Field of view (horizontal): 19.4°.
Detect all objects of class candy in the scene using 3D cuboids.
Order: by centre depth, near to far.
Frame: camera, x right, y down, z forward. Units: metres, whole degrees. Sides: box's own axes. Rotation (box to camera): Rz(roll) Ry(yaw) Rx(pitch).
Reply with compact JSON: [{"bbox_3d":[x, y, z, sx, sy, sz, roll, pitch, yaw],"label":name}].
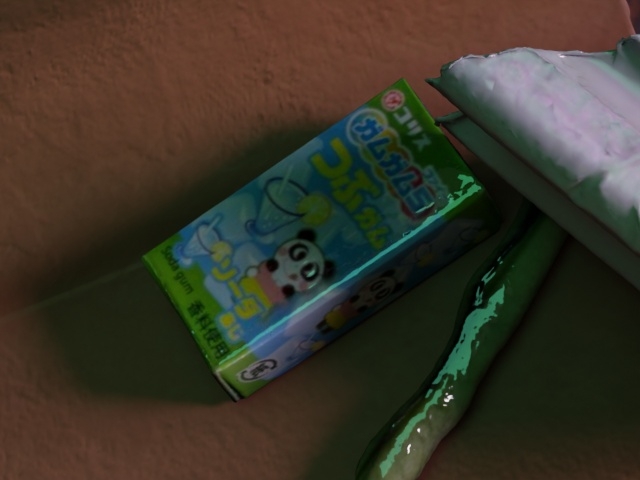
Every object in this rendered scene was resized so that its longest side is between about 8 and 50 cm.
[{"bbox_3d":[0.000,0.000,1.111,0.194,0.062,0.097,-34,62,2],"label":"candy"}]

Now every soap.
[{"bbox_3d":[0.248,-0.078,0.980,0.302,0.159,0.258,40,88,16],"label":"soap"}]

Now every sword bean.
[{"bbox_3d":[0.098,0.034,1.078,0.043,0.038,0.269,24,78,38],"label":"sword bean"}]
